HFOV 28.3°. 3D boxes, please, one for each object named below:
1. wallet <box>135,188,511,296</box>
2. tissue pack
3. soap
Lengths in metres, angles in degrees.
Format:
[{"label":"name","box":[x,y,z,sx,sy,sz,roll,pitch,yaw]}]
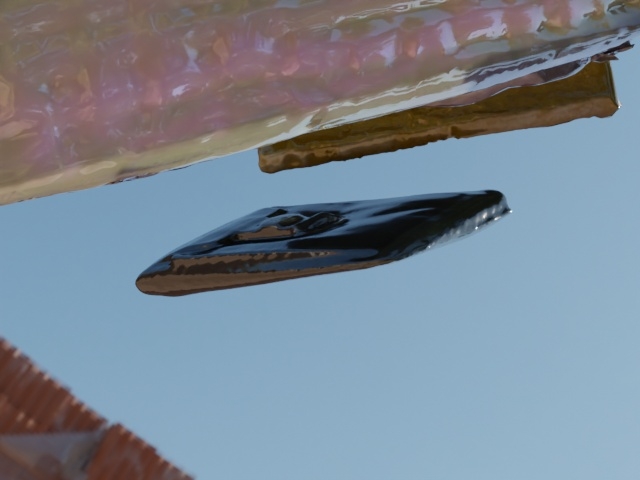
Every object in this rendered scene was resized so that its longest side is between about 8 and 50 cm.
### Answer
[{"label":"wallet","box":[0.000,0.000,0.922,0.245,0.168,0.052,-7,-81,40]},{"label":"tissue pack","box":[-0.070,-0.105,0.493,0.242,0.343,0.125,16,-64,49]},{"label":"soap","box":[0.081,-0.160,1.031,0.281,0.259,0.143,-13,-69,4]}]
